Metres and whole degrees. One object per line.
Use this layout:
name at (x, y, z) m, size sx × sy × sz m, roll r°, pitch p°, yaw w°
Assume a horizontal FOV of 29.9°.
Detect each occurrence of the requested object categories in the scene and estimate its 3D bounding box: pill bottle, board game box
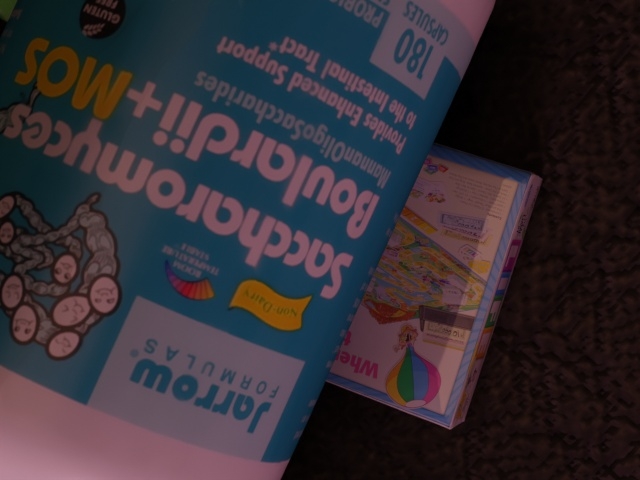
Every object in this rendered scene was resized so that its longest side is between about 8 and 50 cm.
pill bottle at (-0.054, -0.003, 0.404) m, size 0.146 × 0.146 × 0.264 m, roll 23°, pitch 89°, yaw 18°
board game box at (0.000, 0.000, 0.486) m, size 0.154 × 0.026 × 0.103 m, roll 19°, pitch 96°, yaw 18°

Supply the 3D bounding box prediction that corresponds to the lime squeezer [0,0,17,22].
lime squeezer at (-0.123, -0.079, 0.510) m, size 0.110 × 0.059 × 0.310 m, roll 41°, pitch 101°, yaw 26°
